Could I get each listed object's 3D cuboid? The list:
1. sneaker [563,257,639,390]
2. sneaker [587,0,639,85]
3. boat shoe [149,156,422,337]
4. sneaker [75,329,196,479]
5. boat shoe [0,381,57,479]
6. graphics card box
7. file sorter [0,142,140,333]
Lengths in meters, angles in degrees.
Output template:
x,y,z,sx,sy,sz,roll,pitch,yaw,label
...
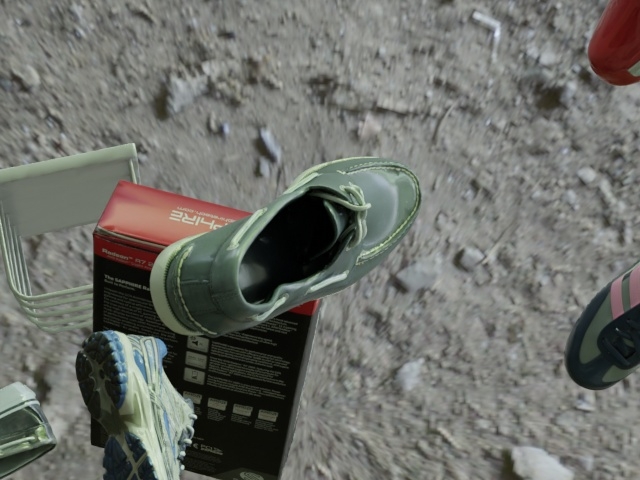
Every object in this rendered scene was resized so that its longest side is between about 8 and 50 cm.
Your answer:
x,y,z,sx,sy,sz,roll,pitch,yaw,label
0.441,0.086,1.687,0.112,0.131,0.319,37,106,-8,sneaker
0.213,-0.219,0.836,0.128,0.087,0.221,27,96,-30,sneaker
0.000,0.000,1.130,0.319,0.099,0.116,-25,100,-43,boat shoe
-0.094,0.114,0.747,0.058,0.052,0.135,-3,74,-44,sneaker
-0.502,0.314,1.724,0.335,0.121,0.119,-33,72,-28,boat shoe
-0.126,0.115,1.398,0.232,0.371,0.094,13,45,3,graphics card box
-0.320,0.009,1.719,0.192,0.278,0.173,-12,78,-8,file sorter
